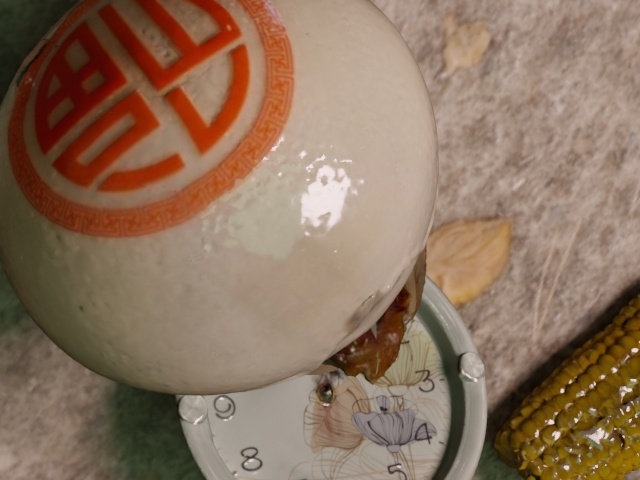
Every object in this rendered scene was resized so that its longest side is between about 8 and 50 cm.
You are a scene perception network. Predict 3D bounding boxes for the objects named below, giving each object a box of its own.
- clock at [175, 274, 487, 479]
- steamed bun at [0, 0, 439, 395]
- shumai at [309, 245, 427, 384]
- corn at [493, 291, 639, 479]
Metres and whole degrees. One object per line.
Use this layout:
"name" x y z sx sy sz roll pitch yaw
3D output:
"clock" 0.004 0.110 1.120 0.236 0.053 0.236 8 66 -18
"steamed bun" -0.076 -0.053 0.945 0.283 0.283 0.177 -47 147 -4
"shumai" 0.000 0.000 1.056 0.201 0.120 0.201 5 77 -24
"corn" 0.275 0.092 1.233 0.318 0.115 0.115 -40 116 -7
